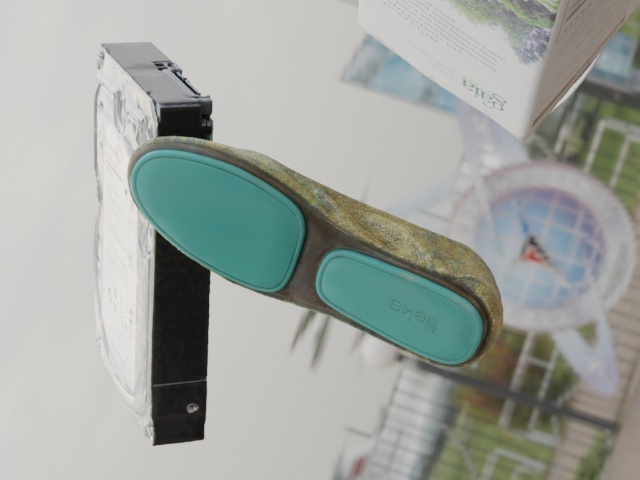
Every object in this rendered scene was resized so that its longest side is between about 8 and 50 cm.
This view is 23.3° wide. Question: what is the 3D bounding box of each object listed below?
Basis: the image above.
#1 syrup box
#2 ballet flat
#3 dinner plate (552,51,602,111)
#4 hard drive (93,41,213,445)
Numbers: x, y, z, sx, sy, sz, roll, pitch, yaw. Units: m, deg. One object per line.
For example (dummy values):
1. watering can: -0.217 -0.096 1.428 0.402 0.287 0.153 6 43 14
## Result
1. syrup box: 0.080 -0.141 0.586 0.096 0.093 0.237 -49 -14 -15
2. ballet flat: 0.000 0.000 1.353 0.123 0.348 0.123 -63 -5 -11
3. dinner plate: 0.140 -0.141 0.965 0.141 0.017 0.141 -43 37 45
4. hard drive: -0.167 -0.003 1.509 0.237 0.064 0.339 -135 45 -60
